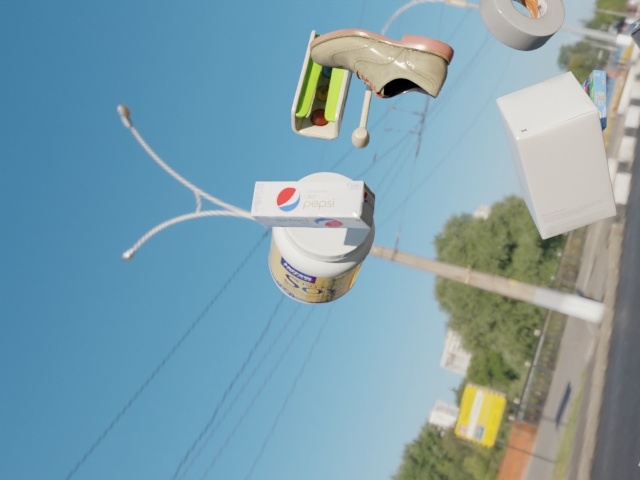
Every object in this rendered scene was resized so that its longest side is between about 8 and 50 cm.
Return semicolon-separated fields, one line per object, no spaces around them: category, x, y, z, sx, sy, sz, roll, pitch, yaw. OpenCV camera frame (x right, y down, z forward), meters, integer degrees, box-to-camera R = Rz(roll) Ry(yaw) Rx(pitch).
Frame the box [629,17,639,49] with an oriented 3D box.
box;0.789;-0.405;1.570;0.183;0.233;0.059;-30;21;36

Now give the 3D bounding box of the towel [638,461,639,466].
towel;0.868;0.410;1.607;0.329;0.237;0.037;-57;-17;-8

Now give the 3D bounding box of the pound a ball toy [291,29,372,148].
pound a ball toy;0.047;-0.380;1.987;0.136;0.208;0.319;89;-169;-65

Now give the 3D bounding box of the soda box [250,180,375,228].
soda box;-0.014;-0.064;1.366;0.074;0.216;0.069;37;-121;-62

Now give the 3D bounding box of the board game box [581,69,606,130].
board game box;0.707;-0.333;2.015;0.211;0.039;0.160;94;-178;-73

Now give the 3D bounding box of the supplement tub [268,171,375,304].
supplement tub;0.000;0.000;1.814;0.331;0.240;0.241;105;-172;-68

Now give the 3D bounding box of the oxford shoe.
oxford shoe;0.118;-0.391;1.692;0.123;0.348;0.130;22;-100;-59

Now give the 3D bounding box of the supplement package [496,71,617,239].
supplement package;0.523;-0.184;1.663;0.178;0.175;0.293;-96;-17;-51

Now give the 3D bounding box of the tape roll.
tape roll;0.533;-0.613;1.994;0.219;0.219;0.072;-64;7;-28
